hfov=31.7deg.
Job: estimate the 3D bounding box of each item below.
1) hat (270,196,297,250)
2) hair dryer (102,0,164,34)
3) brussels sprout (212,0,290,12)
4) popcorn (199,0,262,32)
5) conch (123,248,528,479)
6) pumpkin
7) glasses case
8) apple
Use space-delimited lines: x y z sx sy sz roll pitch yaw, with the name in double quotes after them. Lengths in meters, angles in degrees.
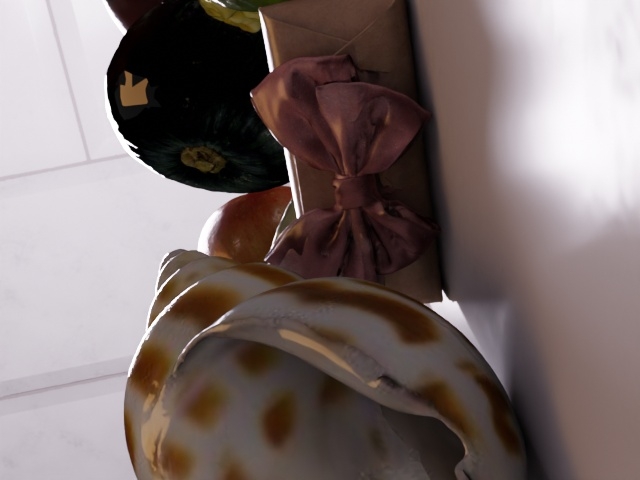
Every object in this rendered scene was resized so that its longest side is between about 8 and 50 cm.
-0.003 -0.004 1.194 0.166 0.081 0.122 -68 -14 -52 "hat"
-0.094 -0.330 1.324 0.312 0.123 0.340 33 -116 -40 "hair dryer"
-0.048 -0.234 0.708 0.145 0.131 0.183 -133 27 -74 "brussels sprout"
-0.061 -0.263 0.945 0.173 0.142 0.173 54 -177 -4 "popcorn"
-0.007 0.087 0.564 0.149 0.275 0.183 -25 -41 -55 "conch"
-0.102 -0.144 1.143 0.233 0.233 0.163 85 -161 -61 "pumpkin"
0.013 -0.039 0.618 0.070 0.102 0.193 -124 23 -65 "glasses case"
-0.059 0.022 1.409 0.168 0.181 0.181 58 170 17 "apple"
